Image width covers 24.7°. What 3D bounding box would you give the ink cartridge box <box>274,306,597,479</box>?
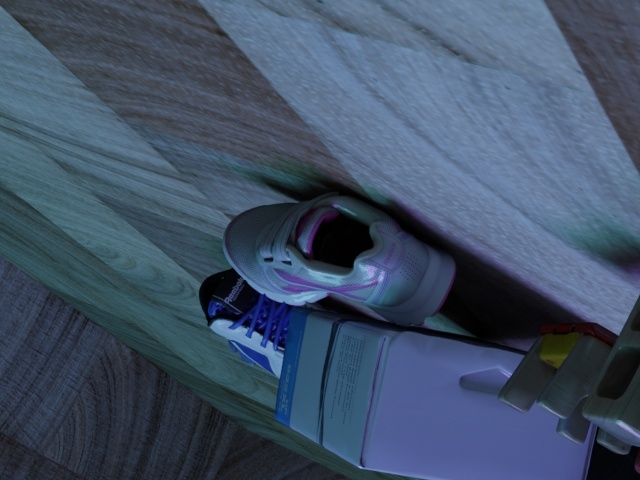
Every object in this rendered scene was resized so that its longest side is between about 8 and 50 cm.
[{"bbox_3d":[0.104,0.153,1.432,0.223,0.129,0.307,12,178,-16],"label":"ink cartridge box"}]

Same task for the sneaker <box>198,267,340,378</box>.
[{"bbox_3d":[-0.045,0.115,1.818,0.315,0.127,0.182,21,168,38],"label":"sneaker"}]

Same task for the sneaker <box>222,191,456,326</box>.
[{"bbox_3d":[0.000,0.000,1.358,0.252,0.103,0.111,8,156,39],"label":"sneaker"}]

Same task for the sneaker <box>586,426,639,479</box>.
[{"bbox_3d":[0.396,0.339,1.422,0.447,0.169,0.257,50,174,15],"label":"sneaker"}]

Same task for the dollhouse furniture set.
[{"bbox_3d":[0.294,0.096,0.968,0.201,0.152,0.374,31,171,-9],"label":"dollhouse furniture set"}]
